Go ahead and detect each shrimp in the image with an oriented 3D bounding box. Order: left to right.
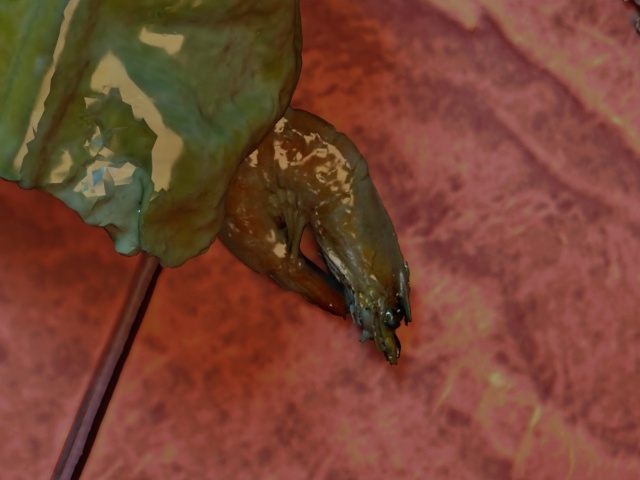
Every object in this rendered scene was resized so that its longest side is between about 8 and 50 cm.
[{"bbox_3d":[0.000,0.000,1.035,0.101,0.042,0.190,-31,110,8],"label":"shrimp"}]

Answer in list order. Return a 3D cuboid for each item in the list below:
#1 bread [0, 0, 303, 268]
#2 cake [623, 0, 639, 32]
[{"bbox_3d":[-0.113,-0.136,0.892,0.252,0.238,0.196,-62,152,2],"label":"bread"},{"bbox_3d":[0.219,-0.219,1.035,0.090,0.109,0.225,-40,114,-12],"label":"cake"}]
